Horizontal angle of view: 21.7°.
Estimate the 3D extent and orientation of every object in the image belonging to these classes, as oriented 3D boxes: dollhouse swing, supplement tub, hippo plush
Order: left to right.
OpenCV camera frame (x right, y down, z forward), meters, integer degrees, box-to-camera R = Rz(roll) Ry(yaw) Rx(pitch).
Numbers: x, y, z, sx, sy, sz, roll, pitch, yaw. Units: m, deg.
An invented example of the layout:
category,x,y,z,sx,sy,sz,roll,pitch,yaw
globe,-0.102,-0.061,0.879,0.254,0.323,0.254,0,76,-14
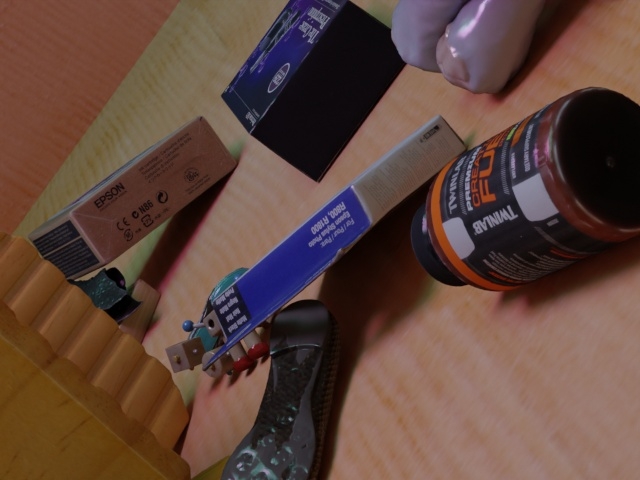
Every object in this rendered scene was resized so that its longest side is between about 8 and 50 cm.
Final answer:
category,x,y,z,sx,sy,sz,roll,pitch,yaw
dollhouse swing,-0.215,0.102,1.508,0.315,0.347,0.305,-38,13,45
hippo plush,0.089,-0.260,1.432,0.294,0.236,0.234,21,97,55
supplement tub,0.143,-0.026,1.153,0.198,0.106,0.106,-30,29,55

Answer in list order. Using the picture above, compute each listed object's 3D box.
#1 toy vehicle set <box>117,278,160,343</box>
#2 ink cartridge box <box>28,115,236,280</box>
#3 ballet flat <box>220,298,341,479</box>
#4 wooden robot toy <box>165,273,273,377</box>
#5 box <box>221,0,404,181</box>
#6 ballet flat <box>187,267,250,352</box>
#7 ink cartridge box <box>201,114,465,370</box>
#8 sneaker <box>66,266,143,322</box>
category,x,y,z,sx,sy,sz,roll,pitch,yaw
toy vehicle set,-0.298,0.180,2.056,0.166,0.035,0.267,-31,28,37
ink cartridge box,-0.250,-0.051,2.195,0.234,0.088,0.193,-40,10,-27
ballet flat,-0.026,0.157,1.370,0.084,0.058,0.250,-6,46,20
wooden robot toy,-0.073,0.086,1.651,0.079,0.076,0.173,-20,-16,-49
box,-0.010,-0.190,1.908,0.184,0.103,0.261,-56,16,6
ballet flat,-0.107,0.079,1.765,0.114,0.041,0.041,-58,17,-13
ink cartridge box,0.000,0.000,1.468,0.223,0.045,0.224,-40,0,41
sneaker,-0.277,0.068,2.090,0.089,0.051,0.170,-46,26,4
